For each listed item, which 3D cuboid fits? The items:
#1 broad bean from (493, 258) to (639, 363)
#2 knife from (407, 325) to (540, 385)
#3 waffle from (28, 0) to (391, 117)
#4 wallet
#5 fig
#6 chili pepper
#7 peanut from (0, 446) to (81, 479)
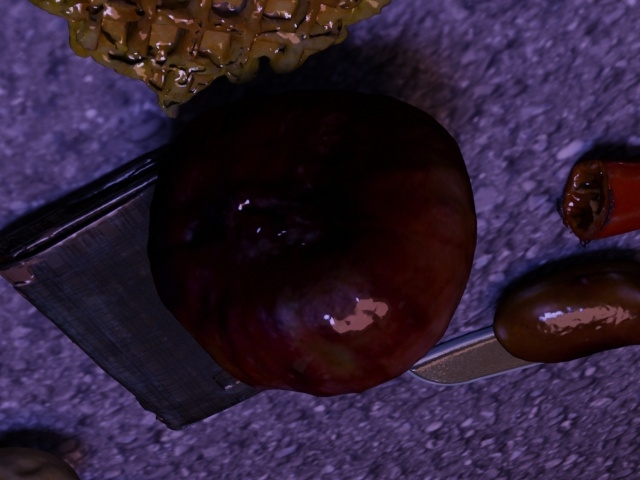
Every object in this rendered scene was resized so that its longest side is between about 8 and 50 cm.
[{"bbox_3d":[0.244,0.069,1.192,0.165,0.084,0.114,-18,131,3],"label":"broad bean"},{"bbox_3d":[0.242,0.089,1.262,0.343,0.027,0.061,-14,123,-6],"label":"knife"},{"bbox_3d":[-0.060,-0.190,0.774,0.245,0.052,0.254,-30,140,13],"label":"waffle"},{"bbox_3d":[-0.121,0.057,1.040,0.169,0.044,0.317,-27,142,5],"label":"wallet"},{"bbox_3d":[-0.002,-0.005,0.877,0.224,0.263,0.224,4,113,9],"label":"fig"},{"bbox_3d":[0.300,-0.050,1.102,0.169,0.064,0.088,-12,157,-20],"label":"chili pepper"},{"bbox_3d":[-0.359,0.270,1.108,0.319,0.147,0.147,-18,142,0],"label":"peanut"}]
